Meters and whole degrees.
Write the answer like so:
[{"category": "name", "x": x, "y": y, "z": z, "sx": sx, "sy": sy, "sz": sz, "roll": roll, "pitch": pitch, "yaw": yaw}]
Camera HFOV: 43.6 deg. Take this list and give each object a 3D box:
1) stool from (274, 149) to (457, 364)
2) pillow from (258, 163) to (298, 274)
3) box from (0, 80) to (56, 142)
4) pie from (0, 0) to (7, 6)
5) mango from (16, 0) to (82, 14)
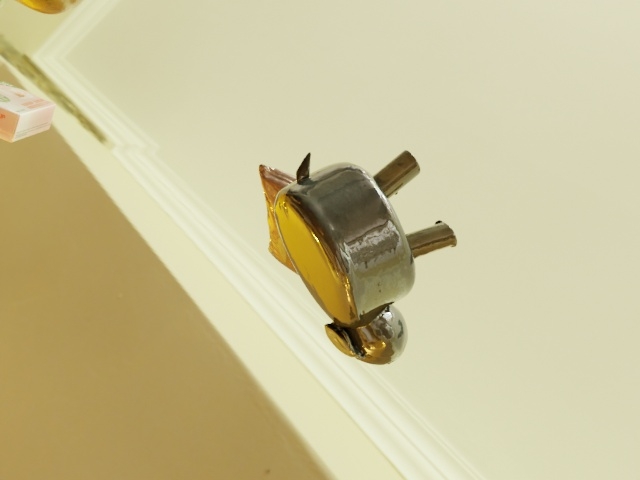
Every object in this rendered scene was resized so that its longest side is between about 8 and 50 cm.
[{"category": "stool", "x": 0.045, "y": 0.011, "z": 0.824, "sx": 0.139, "sy": 0.228, "sz": 0.153, "roll": -27, "pitch": -136, "yaw": -16}, {"category": "pillow", "x": 0.000, "y": 0.000, "z": 1.256, "sx": 0.223, "sy": 0.236, "sz": 0.084, "roll": 28, "pitch": -125, "yaw": 21}, {"category": "box", "x": -0.442, "y": -0.183, "z": 1.129, "sx": 0.125, "sy": 0.089, "sz": 0.043, "roll": -76, "pitch": -171, "yaw": -72}, {"category": "pie", "x": -0.515, "y": -0.429, "z": 0.864, "sx": 0.418, "sy": 0.395, "sz": 0.180, "roll": 15, "pitch": -160, "yaw": 5}, {"category": "mango", "x": -0.223, "y": -0.223, "z": 0.592, "sx": 0.085, "sy": 0.102, "sz": 0.184, "roll": -50, "pitch": -126, "yaw": 0}]
